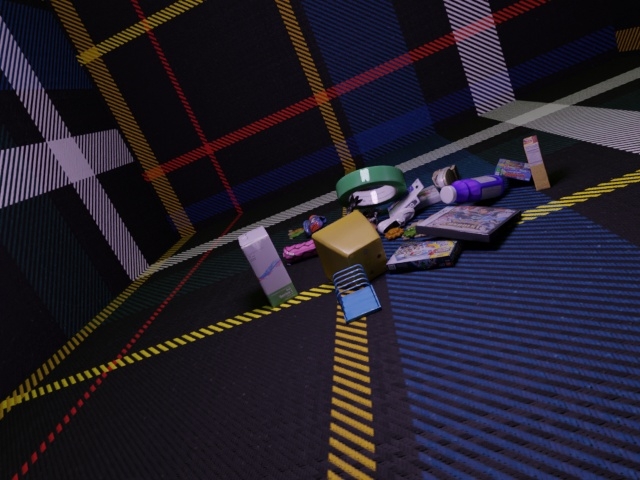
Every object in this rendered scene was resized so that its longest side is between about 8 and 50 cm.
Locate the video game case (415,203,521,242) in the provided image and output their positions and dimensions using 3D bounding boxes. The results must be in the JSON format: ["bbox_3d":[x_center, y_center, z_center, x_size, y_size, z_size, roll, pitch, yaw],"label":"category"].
[{"bbox_3d":[0.516,-0.067,1.517,0.248,0.035,0.275,-27,25,-38],"label":"video game case"}]

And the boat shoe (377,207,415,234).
[{"bbox_3d":[0.340,-0.083,1.899,0.184,0.066,0.063,-24,30,-5],"label":"boat shoe"}]

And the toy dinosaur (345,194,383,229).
[{"bbox_3d":[0.158,-0.073,1.954,0.322,0.164,0.218,1,65,47],"label":"toy dinosaur"}]

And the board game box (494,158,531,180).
[{"bbox_3d":[0.808,-0.298,1.806,0.136,0.035,0.201,16,26,22],"label":"board game box"}]

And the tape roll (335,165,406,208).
[{"bbox_3d":[0.234,-0.240,2.007,0.321,0.077,0.321,-9,-16,-3],"label":"tape roll"}]

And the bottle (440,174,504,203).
[{"bbox_3d":[0.598,-0.199,1.710,0.283,0.092,0.118,-13,15,-30],"label":"bottle"}]

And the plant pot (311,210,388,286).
[{"bbox_3d":[0.126,0.048,1.576,0.212,0.212,0.187,-29,30,-16],"label":"plant pot"}]

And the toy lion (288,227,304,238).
[{"bbox_3d":[-0.136,-0.046,2.498,0.096,0.034,0.100,-15,18,4],"label":"toy lion"}]

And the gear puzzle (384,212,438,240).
[{"bbox_3d":[0.417,-0.067,1.765,0.339,0.044,0.175,-14,20,32],"label":"gear puzzle"}]

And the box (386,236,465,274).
[{"bbox_3d":[0.363,0.047,1.495,0.233,0.044,0.159,-11,20,37],"label":"box"}]

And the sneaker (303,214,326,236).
[{"bbox_3d":[-0.033,-0.089,2.402,0.087,0.083,0.221,-8,26,24],"label":"sneaker"}]

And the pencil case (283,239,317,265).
[{"bbox_3d":[-0.070,0.043,2.029,0.209,0.095,0.098,-20,-18,20],"label":"pencil case"}]

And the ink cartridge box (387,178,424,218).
[{"bbox_3d":[0.405,-0.185,2.015,0.208,0.045,0.206,-46,10,18],"label":"ink cartridge box"}]

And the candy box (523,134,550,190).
[{"bbox_3d":[0.827,-0.297,1.654,0.053,0.187,0.109,-14,19,29],"label":"candy box"}]

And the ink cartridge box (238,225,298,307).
[{"bbox_3d":[-0.213,0.099,1.725,0.117,0.278,0.201,-27,17,-7],"label":"ink cartridge box"}]

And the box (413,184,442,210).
[{"bbox_3d":[0.498,-0.206,2.091,0.145,0.038,0.186,-21,18,13],"label":"box"}]

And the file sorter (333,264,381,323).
[{"bbox_3d":[0.109,0.165,1.386,0.118,0.104,0.170,-24,17,4],"label":"file sorter"}]

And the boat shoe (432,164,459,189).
[{"bbox_3d":[0.604,-0.293,2.107,0.103,0.113,0.302,-16,8,29],"label":"boat shoe"}]
